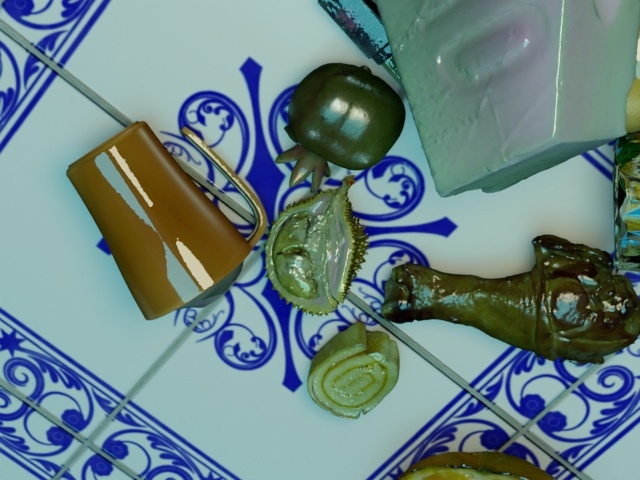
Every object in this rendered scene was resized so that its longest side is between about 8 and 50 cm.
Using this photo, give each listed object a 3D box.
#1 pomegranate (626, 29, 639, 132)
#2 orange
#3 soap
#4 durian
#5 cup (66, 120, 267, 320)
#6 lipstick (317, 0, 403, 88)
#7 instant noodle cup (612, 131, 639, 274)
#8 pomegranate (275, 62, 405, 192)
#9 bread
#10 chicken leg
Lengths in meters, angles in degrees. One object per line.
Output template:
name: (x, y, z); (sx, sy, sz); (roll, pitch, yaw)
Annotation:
pomegranate: (0.376, -0.244, 1.277); (0.233, 0.233, 0.233); (2, 115, 5)
orange: (0.255, 0.443, 1.579); (0.310, 0.274, 0.274); (13, 126, 51)
soap: (0.194, -0.299, 1.189); (0.261, 0.156, 0.446); (-25, 77, 43)
durian: (0.000, 0.000, 1.497); (0.146, 0.102, 0.208); (22, 90, 15)
cup: (-0.209, -0.038, 1.470); (0.226, 0.182, 0.264); (-36, 102, -15)
lipstick: (0.121, -0.221, 1.399); (0.051, 0.051, 0.312); (-39, 106, 19)
instant noodle cup: (0.471, -0.051, 1.355); (0.178, 0.240, 0.240); (0, 115, 17)
pomegranate: (0.021, -0.149, 1.410); (0.152, 0.131, 0.191); (26, 137, -12)
bread: (0.053, 0.196, 1.589); (0.117, 0.064, 0.156); (42, 111, -17)
chicken leg: (0.280, 0.075, 1.468); (0.361, 0.140, 0.211); (13, 123, -4)
